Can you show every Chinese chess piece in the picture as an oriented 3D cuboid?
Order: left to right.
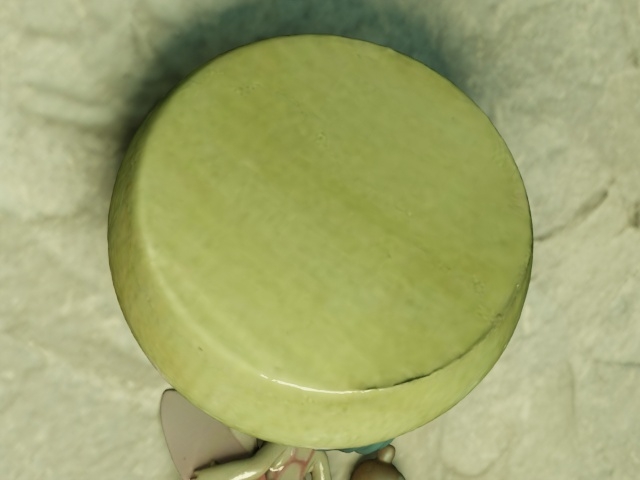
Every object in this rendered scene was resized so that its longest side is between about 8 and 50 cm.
[{"bbox_3d":[0.000,0.000,1.063,0.250,0.101,0.250,5,62,-9],"label":"Chinese chess piece"}]

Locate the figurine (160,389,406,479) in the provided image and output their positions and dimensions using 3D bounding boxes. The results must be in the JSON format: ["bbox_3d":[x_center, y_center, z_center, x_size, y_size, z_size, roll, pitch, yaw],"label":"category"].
[{"bbox_3d":[-0.002,0.160,1.152,0.205,0.103,0.260,22,89,-25],"label":"figurine"}]
